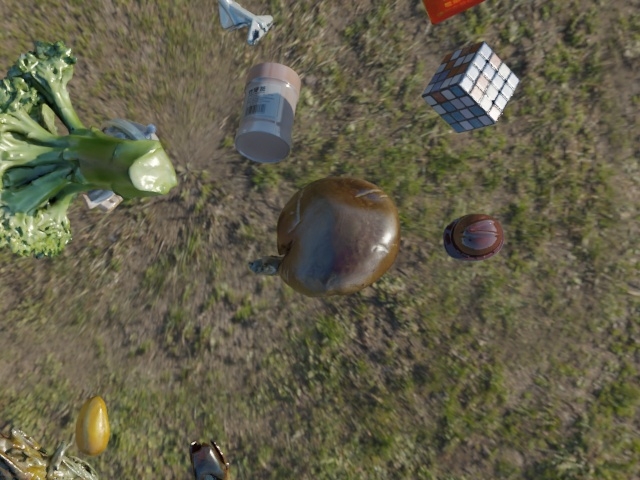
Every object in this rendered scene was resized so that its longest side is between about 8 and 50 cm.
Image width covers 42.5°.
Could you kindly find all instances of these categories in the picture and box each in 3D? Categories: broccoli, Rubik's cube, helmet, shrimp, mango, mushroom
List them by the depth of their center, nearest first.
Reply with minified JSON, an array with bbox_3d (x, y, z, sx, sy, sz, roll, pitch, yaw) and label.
[{"bbox_3d":[-0.125,0.148,0.507,0.124,0.034,0.178,-27,125,10],"label":"shrimp"},{"bbox_3d":[-0.001,-0.001,0.859,0.171,0.135,0.080,-26,140,23],"label":"mushroom"},{"bbox_3d":[-0.328,0.267,1.189,0.046,0.060,0.089,4,103,-38],"label":"mango"},{"bbox_3d":[0.230,-0.233,1.261,0.092,0.092,0.092,40,69,-22],"label":"Rubik's cube"},{"bbox_3d":[-0.453,-0.104,1.449,0.397,0.275,0.353,34,132,12],"label":"broccoli"},{"bbox_3d":[0.275,-0.011,1.456,0.111,0.057,0.089,-13,76,-1],"label":"helmet"}]

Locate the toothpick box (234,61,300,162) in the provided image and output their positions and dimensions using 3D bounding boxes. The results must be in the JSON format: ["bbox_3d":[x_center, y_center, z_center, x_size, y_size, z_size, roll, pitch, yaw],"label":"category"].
[{"bbox_3d":[-0.091,-0.223,1.438,0.099,0.098,0.148,12,62,-10],"label":"toothpick box"}]

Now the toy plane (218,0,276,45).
[{"bbox_3d":[-0.151,-0.343,0.890,0.273,0.107,0.181,44,47,-37],"label":"toy plane"}]

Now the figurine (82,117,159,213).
[{"bbox_3d":[-0.399,-0.156,1.648,0.162,0.237,0.141,54,49,-4],"label":"figurine"}]

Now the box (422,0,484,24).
[{"bbox_3d":[0.155,-0.336,0.959,0.112,0.175,0.048,-22,65,14],"label":"box"}]
